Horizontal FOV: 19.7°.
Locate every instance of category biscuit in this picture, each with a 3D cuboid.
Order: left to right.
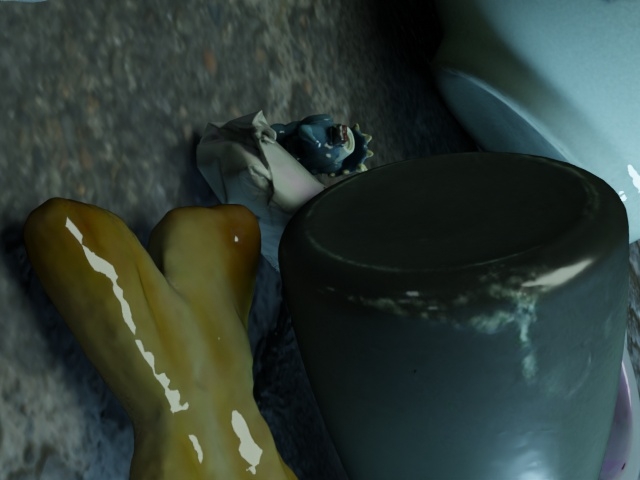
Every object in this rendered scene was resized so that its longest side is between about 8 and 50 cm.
[{"bbox_3d":[-0.060,0.081,0.853,0.164,0.047,0.208,3,67,-60],"label":"biscuit"}]

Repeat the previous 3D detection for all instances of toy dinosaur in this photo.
[{"bbox_3d":[0.002,-0.054,1.057,0.083,0.047,0.031,16,66,-61],"label":"toy dinosaur"}]

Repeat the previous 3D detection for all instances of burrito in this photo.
[{"bbox_3d":[-0.001,0.000,1.013,0.203,0.064,0.064,46,40,-43],"label":"burrito"}]

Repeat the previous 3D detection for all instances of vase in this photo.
[{"bbox_3d":[0.081,0.129,0.964,0.173,0.173,0.321,-50,138,-57],"label":"vase"}]

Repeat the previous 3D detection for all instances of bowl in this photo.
[{"bbox_3d":[0.203,-0.124,1.235,0.196,0.435,0.435,-47,132,-6],"label":"bowl"}]

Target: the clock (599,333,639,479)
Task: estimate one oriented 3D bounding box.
[{"bbox_3d":[0.125,0.089,1.181,0.248,0.090,0.228,41,43,-46],"label":"clock"}]
